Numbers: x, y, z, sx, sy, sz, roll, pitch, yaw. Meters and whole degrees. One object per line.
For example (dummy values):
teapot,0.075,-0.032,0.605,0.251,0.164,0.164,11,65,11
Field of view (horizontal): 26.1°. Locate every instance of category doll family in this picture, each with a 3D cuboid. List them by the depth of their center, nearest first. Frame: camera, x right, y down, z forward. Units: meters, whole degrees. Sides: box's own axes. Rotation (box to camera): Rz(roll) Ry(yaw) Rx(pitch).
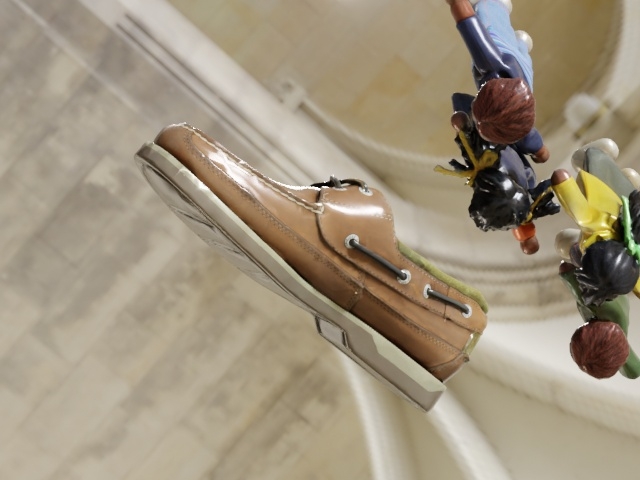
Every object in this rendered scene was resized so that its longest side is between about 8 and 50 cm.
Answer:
doll family,0.099,-0.023,0.592,0.076,0.193,0.111,-37,-164,26

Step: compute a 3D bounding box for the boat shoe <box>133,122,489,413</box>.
boat shoe,0.000,0.000,1.013,0.104,0.307,0.110,-52,-151,-7
